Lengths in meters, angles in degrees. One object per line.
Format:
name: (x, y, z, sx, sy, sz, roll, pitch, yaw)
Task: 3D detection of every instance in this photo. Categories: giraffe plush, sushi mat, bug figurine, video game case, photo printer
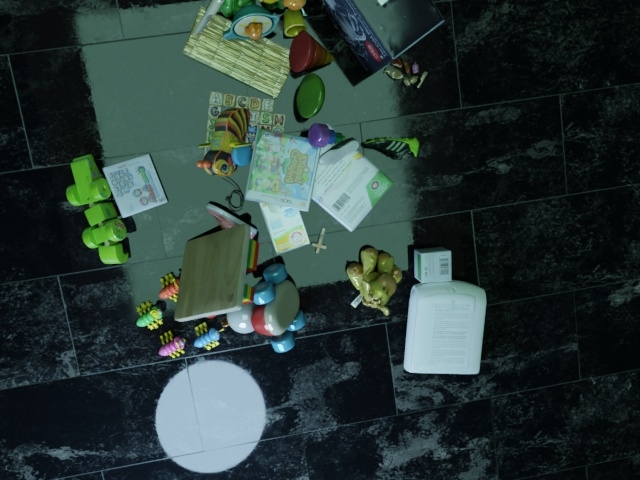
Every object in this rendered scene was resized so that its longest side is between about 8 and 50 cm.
giraffe plush: (0.174, 0.143, 1.787, 0.182, 0.170, 0.210, 23, 95, -10)
sushi mat: (-0.243, -0.564, 1.709, 0.317, 0.019, 0.151, 24, 94, -10)
bug figurine: (-0.449, 0.255, 1.774, 0.216, 0.072, 0.278, -33, 99, 5)
video game case: (-0.555, -0.165, 1.704, 0.143, 0.019, 0.157, -25, 102, -30)
video game case: (-0.110, -0.206, 1.661, 0.194, 0.023, 0.212, 11, 94, 0)
photo printer: (0.411, 0.281, 1.867, 0.256, 0.107, 0.307, 2, 98, -7)

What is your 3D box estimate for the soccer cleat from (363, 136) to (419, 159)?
soccer cleat: (0.225, -0.290, 1.785, 0.179, 0.060, 0.072, -2, 100, -9)

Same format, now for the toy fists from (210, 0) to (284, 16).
toy fists: (-0.189, -0.739, 1.651, 0.280, 0.096, 0.142, -14, 101, -6)

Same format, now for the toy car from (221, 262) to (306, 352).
toy car: (-0.202, 0.217, 1.775, 0.238, 0.210, 0.219, -9, 116, 23)

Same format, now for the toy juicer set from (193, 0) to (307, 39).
toy juicer set: (-0.189, -0.629, 1.593, 0.329, 0.209, 0.089, -10, 82, -12)

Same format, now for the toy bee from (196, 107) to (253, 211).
toy bee: (-0.278, -0.251, 1.656, 0.195, 0.162, 0.298, -19, 77, 34)

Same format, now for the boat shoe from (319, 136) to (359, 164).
boat shoe: (0.051, -0.264, 1.661, 0.125, 0.038, 0.046, -31, 130, 2)

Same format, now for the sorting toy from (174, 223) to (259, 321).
sorting toy: (-0.299, 0.108, 1.683, 0.089, 0.256, 0.256, 32, 53, -47)

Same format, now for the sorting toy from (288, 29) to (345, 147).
sorting toy: (0.008, -0.439, 1.665, 0.126, 0.127, 0.365, 0, 71, -34)

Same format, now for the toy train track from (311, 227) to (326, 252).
toy train track: (0.000, 0.000, 1.827, 0.048, 0.014, 0.083, 15, 91, -1)

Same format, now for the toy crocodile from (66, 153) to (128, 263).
toy crocodile: (-0.658, -0.089, 1.695, 0.115, 0.105, 0.340, -16, 95, 19)

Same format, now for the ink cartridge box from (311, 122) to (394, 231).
ink cartridge box: (0.051, -0.194, 1.748, 0.278, 0.117, 0.201, 40, 92, -10)

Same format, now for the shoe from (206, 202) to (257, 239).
shoe: (-0.290, -0.041, 1.760, 0.178, 0.063, 0.081, 31, 88, -15)

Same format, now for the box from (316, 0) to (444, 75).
box: (0.138, -0.671, 1.589, 0.179, 0.312, 0.343, -37, 100, 0)

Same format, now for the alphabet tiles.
alphabet tiles: (-0.231, -0.345, 1.750, 0.238, 0.009, 0.198, 6, 98, -7)

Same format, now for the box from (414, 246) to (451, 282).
box: (0.364, 0.079, 1.841, 0.102, 0.087, 0.101, -4, 99, -5)

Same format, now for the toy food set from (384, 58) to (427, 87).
toy food set: (0.268, -0.530, 1.775, 0.122, 0.019, 0.077, 29, 94, -2)

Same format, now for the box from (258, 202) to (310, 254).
box: (-0.117, -0.072, 1.755, 0.114, 0.103, 0.203, -18, 100, -3)
